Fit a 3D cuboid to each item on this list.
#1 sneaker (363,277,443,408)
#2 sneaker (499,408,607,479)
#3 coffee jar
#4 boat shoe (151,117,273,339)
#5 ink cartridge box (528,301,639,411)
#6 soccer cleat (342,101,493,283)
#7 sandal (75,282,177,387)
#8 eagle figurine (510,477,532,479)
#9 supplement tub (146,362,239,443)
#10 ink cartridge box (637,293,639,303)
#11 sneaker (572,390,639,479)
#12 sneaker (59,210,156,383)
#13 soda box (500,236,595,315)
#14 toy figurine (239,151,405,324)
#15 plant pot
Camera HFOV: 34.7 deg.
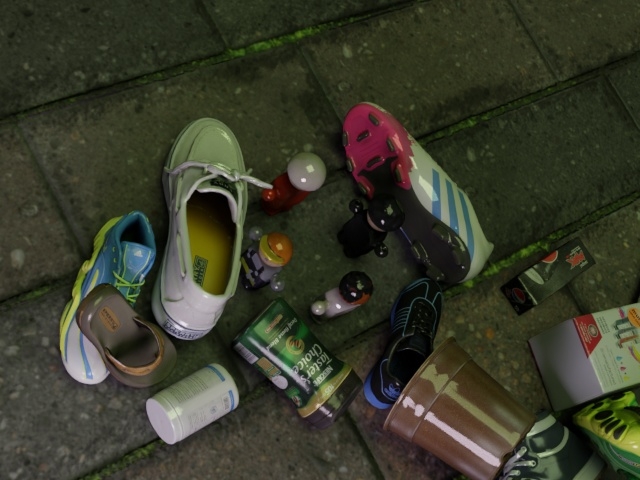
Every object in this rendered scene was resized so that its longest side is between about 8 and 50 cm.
[{"bbox_3d":[0.142,0.145,1.533,0.081,0.090,0.232,32,58,-11],"label":"sneaker"},{"bbox_3d":[0.284,0.366,1.504,0.282,0.099,0.153,-38,81,-29],"label":"sneaker"},{"bbox_3d":[-0.030,0.174,1.440,0.184,0.079,0.096,45,56,-3],"label":"coffee jar"},{"bbox_3d":[-0.148,-0.054,1.412,0.136,0.156,0.367,23,49,-21],"label":"boat shoe"},{"bbox_3d":[0.457,0.186,1.652,0.176,0.127,0.128,-9,72,-31],"label":"ink cartridge box"},{"bbox_3d":[0.156,-0.080,1.645,0.143,0.116,0.331,-25,81,-51],"label":"soccer cleat"},{"bbox_3d":[-0.234,0.128,1.297,0.060,0.219,0.090,23,65,28],"label":"sandal"},{"bbox_3d":[0.313,0.439,1.310,0.226,0.225,0.298,20,68,-7],"label":"eagle figurine"},{"bbox_3d":[-0.168,0.215,1.357,0.107,0.071,0.071,-26,81,-33],"label":"supplement tub"},{"bbox_3d":[0.673,0.114,1.854,0.224,0.056,0.181,46,54,-24],"label":"ink cartridge box"},{"bbox_3d":[0.456,0.304,1.536,0.109,0.295,0.123,-22,89,5],"label":"sneaker"},{"bbox_3d":[-0.276,0.062,1.337,0.091,0.126,0.240,17,61,-19],"label":"sneaker"},{"bbox_3d":[0.383,0.058,1.717,0.169,0.053,0.060,-29,83,-34],"label":"soda box"},{"bbox_3d":[0.000,0.000,1.492,0.213,0.148,0.209,30,58,-13],"label":"toy figurine"},{"bbox_3d":[0.204,0.250,1.444,0.165,0.167,0.167,35,54,16],"label":"plant pot"}]
